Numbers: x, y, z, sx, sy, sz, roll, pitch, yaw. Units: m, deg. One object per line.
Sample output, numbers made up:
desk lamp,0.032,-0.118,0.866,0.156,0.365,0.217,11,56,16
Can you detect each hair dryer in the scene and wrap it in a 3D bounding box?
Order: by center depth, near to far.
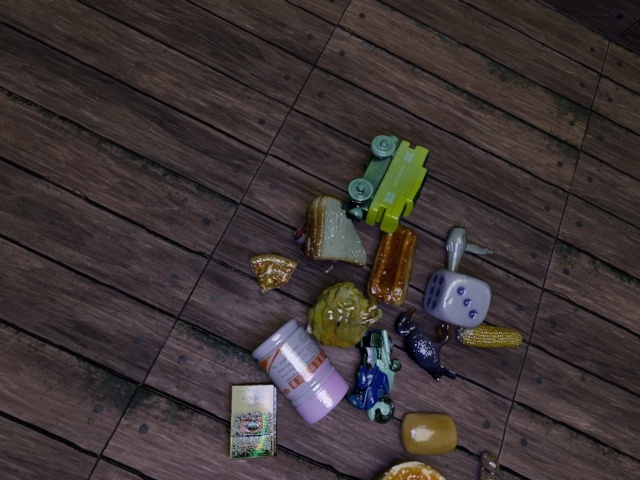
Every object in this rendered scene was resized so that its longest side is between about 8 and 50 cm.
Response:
hair dryer,0.606,0.076,1.718,0.225,0.088,0.219,35,79,-16

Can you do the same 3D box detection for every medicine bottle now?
medicine bottle,-0.071,0.452,1.426,0.202,0.202,0.316,-40,86,-16

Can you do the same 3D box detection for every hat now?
hat,0.000,-0.001,1.618,0.227,0.129,0.140,44,45,-15

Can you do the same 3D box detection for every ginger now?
ginger,0.623,0.892,1.499,0.104,0.080,0.204,14,76,0

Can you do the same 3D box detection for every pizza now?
pizza,-0.194,0.128,1.560,0.182,0.062,0.161,20,79,-6

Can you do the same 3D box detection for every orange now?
orange,0.280,0.889,1.355,0.274,0.274,0.310,43,108,3

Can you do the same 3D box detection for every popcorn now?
popcorn,0.084,0.275,1.434,0.266,0.192,0.233,-16,103,13

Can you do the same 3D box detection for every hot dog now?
hot dog,0.286,0.096,1.615,0.158,0.117,0.349,16,63,3

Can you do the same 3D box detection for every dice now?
dice,0.525,0.222,1.574,0.191,0.194,0.193,19,91,-6

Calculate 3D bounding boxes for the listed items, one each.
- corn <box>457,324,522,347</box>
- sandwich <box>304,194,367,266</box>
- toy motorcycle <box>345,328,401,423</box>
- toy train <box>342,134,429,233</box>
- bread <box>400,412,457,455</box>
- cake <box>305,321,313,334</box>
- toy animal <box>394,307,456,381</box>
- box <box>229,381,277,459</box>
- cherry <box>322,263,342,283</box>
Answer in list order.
corn,0.679,0.386,1.630,0.260,0.091,0.091,8,34,-8
sandwich,0.069,-0.031,1.549,0.288,0.099,0.254,14,76,-42
toy motorcycle,0.187,0.491,1.484,0.196,0.125,0.331,10,71,-23
toy train,0.274,-0.230,1.639,0.272,0.179,0.442,24,66,10
bread,0.405,0.716,1.498,0.217,0.098,0.147,1,79,-8
cake,0.004,0.340,1.545,0.121,0.052,0.065,14,70,-7
toy animal,0.413,0.404,1.565,0.185,0.122,0.298,-15,72,-18
box,-0.235,0.626,1.421,0.159,0.071,0.240,1,76,-12
cherry,0.071,0.191,1.553,0.107,0.090,0.225,-30,112,25
